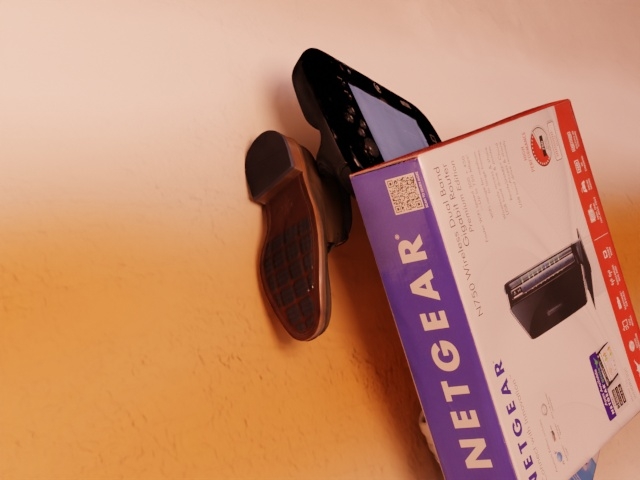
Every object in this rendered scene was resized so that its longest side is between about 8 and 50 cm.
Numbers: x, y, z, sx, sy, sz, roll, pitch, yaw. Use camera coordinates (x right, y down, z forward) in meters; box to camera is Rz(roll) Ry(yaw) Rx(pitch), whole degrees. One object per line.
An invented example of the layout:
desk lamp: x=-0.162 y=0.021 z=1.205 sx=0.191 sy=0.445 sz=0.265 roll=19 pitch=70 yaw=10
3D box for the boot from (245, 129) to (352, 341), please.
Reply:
boot: x=0.000 y=0.000 z=1.027 sx=0.106 sy=0.082 sz=0.219 roll=19 pitch=50 yaw=-44

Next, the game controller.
game controller: x=0.075 y=-0.099 z=1.139 sx=0.319 sy=0.067 sz=0.166 roll=15 pitch=56 yaw=-61

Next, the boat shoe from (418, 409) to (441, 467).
boat shoe: x=0.173 y=0.132 z=1.155 sx=0.088 sy=0.096 sz=0.267 roll=55 pitch=46 yaw=-19

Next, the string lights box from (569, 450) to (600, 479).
string lights box: x=0.212 y=0.262 z=1.133 sx=0.133 sy=0.077 sz=0.259 roll=52 pitch=39 yaw=-16

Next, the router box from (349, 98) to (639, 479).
router box: x=0.194 y=0.054 z=1.059 sx=0.301 sy=0.082 sz=0.335 roll=-24 pitch=98 yaw=-49
